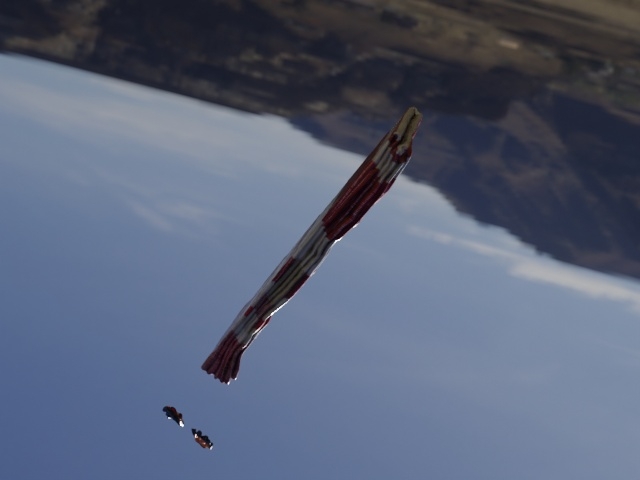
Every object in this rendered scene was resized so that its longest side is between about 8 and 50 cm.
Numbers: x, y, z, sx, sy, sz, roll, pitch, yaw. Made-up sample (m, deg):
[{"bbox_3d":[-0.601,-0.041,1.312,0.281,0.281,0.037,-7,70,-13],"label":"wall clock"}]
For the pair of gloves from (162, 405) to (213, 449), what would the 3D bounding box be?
[{"bbox_3d":[-0.174,0.246,1.772,0.083,0.010,0.074,42,164,-2],"label":"pair of gloves"}]

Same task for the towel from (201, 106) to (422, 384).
[{"bbox_3d":[0.000,0.000,1.486,0.037,0.329,0.237,39,-165,-3],"label":"towel"}]
